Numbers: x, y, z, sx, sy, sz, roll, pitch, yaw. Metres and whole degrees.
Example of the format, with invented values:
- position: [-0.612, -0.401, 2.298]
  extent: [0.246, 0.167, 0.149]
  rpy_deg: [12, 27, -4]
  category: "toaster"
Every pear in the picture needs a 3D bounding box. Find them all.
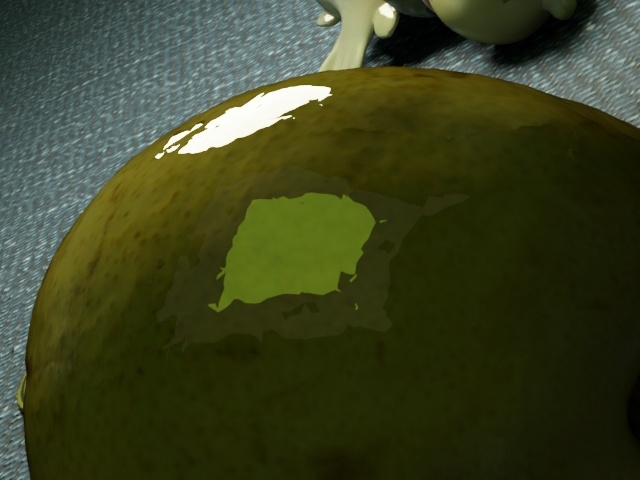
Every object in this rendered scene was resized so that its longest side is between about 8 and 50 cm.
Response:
- position: [0.032, 0.074, 0.663]
  extent: [0.314, 0.314, 0.314]
  rpy_deg: [-32, 21, 14]
  category: "pear"

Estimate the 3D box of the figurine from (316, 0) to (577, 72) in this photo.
- position: [0.091, -0.238, 1.488]
  extent: [0.394, 0.227, 0.274]
  rpy_deg: [39, 107, 58]
  category: "figurine"

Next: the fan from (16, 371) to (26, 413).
- position: [-0.160, 0.083, 1.367]
  extent: [0.230, 0.011, 0.335]
  rpy_deg: [-33, 19, 11]
  category: "fan"
